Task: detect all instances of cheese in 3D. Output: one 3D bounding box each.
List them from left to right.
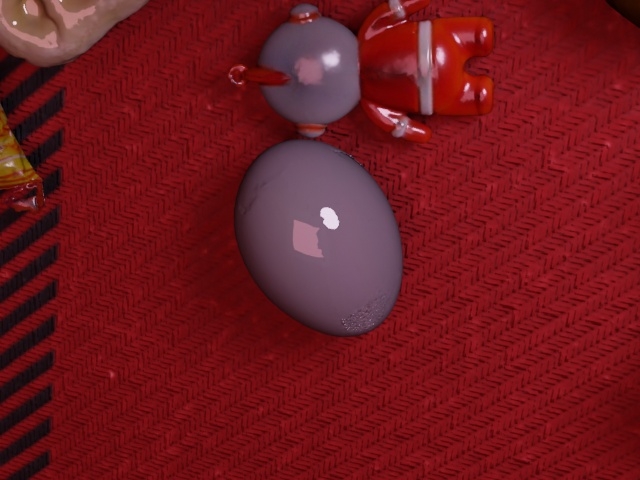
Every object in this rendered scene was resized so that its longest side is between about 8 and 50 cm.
[{"bbox_3d":[-0.245,-0.271,1.121,0.235,0.117,0.218,15,113,0],"label":"cheese"}]

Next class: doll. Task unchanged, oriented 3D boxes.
[{"bbox_3d":[0.036,-0.155,1.131,0.245,0.076,0.142,-2,107,9],"label":"doll"}]

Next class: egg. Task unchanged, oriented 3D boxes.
[{"bbox_3d":[0.000,0.000,1.153,0.146,0.146,0.199,-20,110,18],"label":"egg"}]

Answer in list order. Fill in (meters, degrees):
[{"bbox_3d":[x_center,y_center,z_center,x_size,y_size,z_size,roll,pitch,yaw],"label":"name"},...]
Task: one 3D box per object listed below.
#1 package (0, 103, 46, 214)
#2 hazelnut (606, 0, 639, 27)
[{"bbox_3d":[-0.409,-0.142,1.217,0.223,0.108,0.288,-10,111,8],"label":"package"},{"bbox_3d":[0.318,-0.259,0.951,0.217,0.217,0.251,42,137,-5],"label":"hazelnut"}]
